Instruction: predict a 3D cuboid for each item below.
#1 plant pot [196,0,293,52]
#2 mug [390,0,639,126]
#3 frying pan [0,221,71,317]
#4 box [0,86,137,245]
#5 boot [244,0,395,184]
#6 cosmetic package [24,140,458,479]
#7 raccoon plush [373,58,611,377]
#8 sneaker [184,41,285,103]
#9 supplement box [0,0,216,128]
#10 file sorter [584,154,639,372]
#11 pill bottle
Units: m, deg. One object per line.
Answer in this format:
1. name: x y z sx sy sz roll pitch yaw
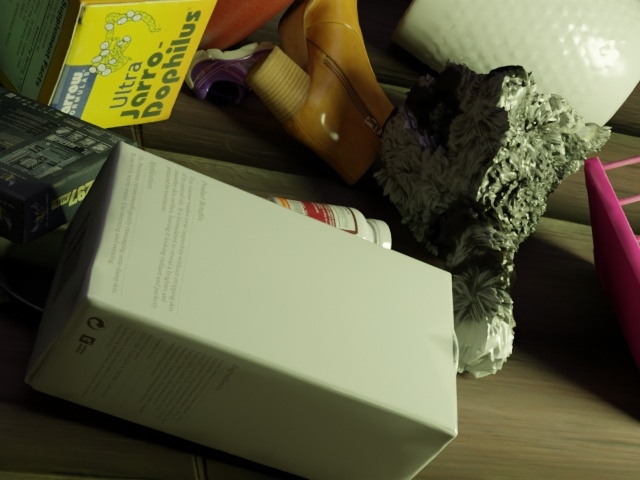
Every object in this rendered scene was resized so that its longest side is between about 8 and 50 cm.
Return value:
1. plant pot: -0.122 -0.380 1.763 0.272 0.265 0.272 19 54 -29
2. mug: 0.314 -0.322 2.054 0.328 0.276 0.374 34 6 -1
3. frying pan: -0.282 0.050 1.367 0.197 0.053 0.326 30 38 5
4. box: -0.338 -0.088 1.441 0.233 0.059 0.183 21 31 23
5. boot: 0.037 -0.226 1.811 0.211 0.104 0.295 42 54 -17
6. cosmetic package: -0.064 0.085 1.336 0.385 0.156 0.217 24 42 -18
7. raccoon plush: 0.232 -0.020 1.739 0.299 0.216 0.446 22 67 -44
8. sneaker: -0.102 -0.213 1.807 0.170 0.068 0.071 -13 67 -32
9. supplement box: -0.322 -0.320 1.669 0.195 0.194 0.356 -13 53 -42
10. file sorter: 0.455 0.044 1.666 0.182 0.202 0.290 -15 44 2
11. pill bottle: 0.000 0.000 1.580 0.152 0.086 0.086 8 41 -26
